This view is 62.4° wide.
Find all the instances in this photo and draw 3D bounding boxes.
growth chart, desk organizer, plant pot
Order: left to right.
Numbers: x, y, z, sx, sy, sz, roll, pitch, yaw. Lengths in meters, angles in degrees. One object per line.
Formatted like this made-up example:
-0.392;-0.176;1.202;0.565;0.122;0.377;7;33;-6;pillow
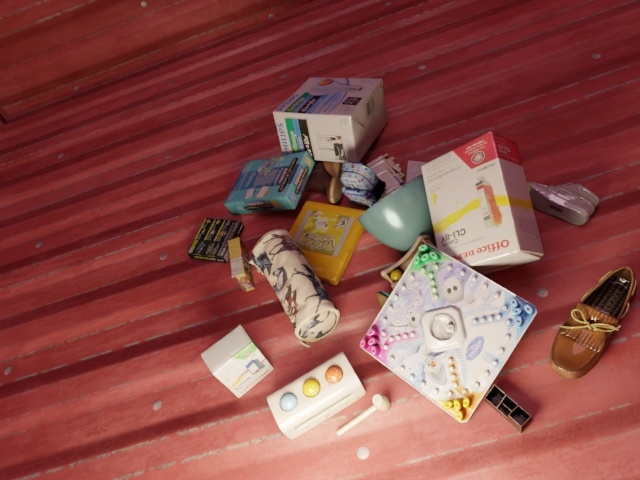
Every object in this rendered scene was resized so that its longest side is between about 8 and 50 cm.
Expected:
0.255;-0.258;2.149;0.171;0.021;0.237;-24;49;0;growth chart
0.302;-0.076;1.852;0.290;0.290;0.196;-33;85;-7;plant pot
0.518;0.464;1.463;0.047;0.050;0.130;-39;50;-12;desk organizer

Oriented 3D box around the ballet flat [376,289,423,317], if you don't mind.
0.303;0.273;1.672;0.342;0.116;0.124;23;83;29;ballet flat

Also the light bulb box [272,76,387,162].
0.049;-0.521;2.254;0.360;0.225;0.358;9;43;26;light bulb box

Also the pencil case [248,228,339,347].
-0.093;0.159;1.830;0.184;0.159;0.410;-50;54;23;pencil case

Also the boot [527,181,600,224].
0.821;-0.155;1.826;0.258;0.095;0.123;34;64;28;boot

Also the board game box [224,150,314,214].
-0.216;-0.238;2.226;0.335;0.079;0.254;-3;52;34;board game box

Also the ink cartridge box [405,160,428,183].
0.441;-0.218;2.045;0.224;0.056;0.181;9;55;3;ink cartridge box

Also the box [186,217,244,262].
-0.433;-0.003;2.188;0.184;0.045;0.191;4;56;25;box

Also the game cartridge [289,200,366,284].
0.000;0.000;2.020;0.285;0.053;0.324;11;57;27;game cartridge

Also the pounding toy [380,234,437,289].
0.351;0.093;1.749;0.269;0.154;0.155;-32;49;-5;pounding toy

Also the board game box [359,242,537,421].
0.359;0.258;1.557;0.389;0.050;0.390;33;93;28;board game box

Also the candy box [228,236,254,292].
-0.303;0.092;2.021;0.053;0.109;0.187;-18;50;6;candy box

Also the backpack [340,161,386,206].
0.150;-0.224;2.043;0.158;0.173;0.117;16;72;37;backpack

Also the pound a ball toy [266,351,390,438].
0.022;0.477;1.580;0.319;0.136;0.208;-30;49;-4;pound a ball toy

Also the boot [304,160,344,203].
-0.009;-0.230;2.204;0.206;0.090;0.249;-14;50;25;boot

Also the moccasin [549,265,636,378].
0.777;0.227;1.491;0.380;0.147;0.139;-41;51;-14;moccasin

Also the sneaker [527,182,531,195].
0.593;-0.077;1.759;0.127;0.208;0.319;27;67;33;sneaker

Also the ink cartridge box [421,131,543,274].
0.501;-0.100;1.665;0.279;0.160;0.385;-24;67;43;ink cartridge box

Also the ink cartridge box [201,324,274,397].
-0.262;0.392;1.701;0.154;0.212;0.093;-37;53;-12;ink cartridge box

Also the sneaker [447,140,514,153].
0.607;-0.314;1.995;0.299;0.112;0.121;-22;49;-9;sneaker
